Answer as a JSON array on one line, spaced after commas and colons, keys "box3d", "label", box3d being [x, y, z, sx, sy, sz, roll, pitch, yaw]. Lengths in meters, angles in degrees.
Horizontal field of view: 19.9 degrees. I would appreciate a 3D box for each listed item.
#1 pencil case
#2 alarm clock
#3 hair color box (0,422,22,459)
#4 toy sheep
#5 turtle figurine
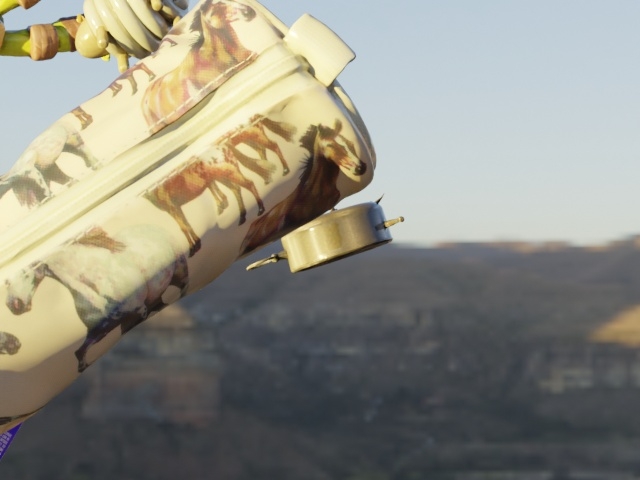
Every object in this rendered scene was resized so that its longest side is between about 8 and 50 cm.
[{"box3d": [-0.160, 0.003, 1.139, 0.410, 0.160, 0.183, -35, 3, -11], "label": "pencil case"}, {"box3d": [0.000, 0.000, 2.197, 0.192, 0.064, 0.129, -21, -2, -10], "label": "alarm clock"}, {"box3d": [-0.468, 0.250, 1.950, 0.185, 0.339, 0.110, 22, -16, 31], "label": "hair color box"}, {"box3d": [-0.155, -0.198, 1.566, 0.132, 0.091, 0.091, -29, -9, 11], "label": "toy sheep"}, {"box3d": [-0.302, -0.171, 1.618, 0.217, 0.269, 0.087, -18, 17, -13], "label": "turtle figurine"}]
